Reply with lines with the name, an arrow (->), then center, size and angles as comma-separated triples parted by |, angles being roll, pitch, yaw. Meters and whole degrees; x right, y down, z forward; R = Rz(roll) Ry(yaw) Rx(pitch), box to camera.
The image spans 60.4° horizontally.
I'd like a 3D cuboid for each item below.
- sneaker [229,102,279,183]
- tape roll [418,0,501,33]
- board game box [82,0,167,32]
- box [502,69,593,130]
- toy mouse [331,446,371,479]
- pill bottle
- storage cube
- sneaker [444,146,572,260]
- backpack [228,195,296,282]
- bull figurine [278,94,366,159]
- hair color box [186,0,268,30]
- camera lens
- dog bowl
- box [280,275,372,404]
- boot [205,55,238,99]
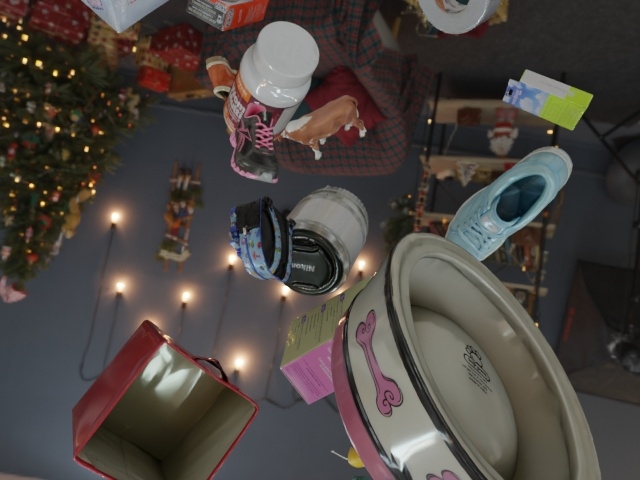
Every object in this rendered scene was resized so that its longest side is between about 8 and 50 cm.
sneaker -> -0.064, -0.103, 0.562 | 0.047, 0.057, 0.119 | 12, -149, -27
tape roll -> 0.356, -0.652, 1.416 | 0.072, 0.219, 0.219 | -38, -156, -31
board game box -> -0.225, -0.437, 0.647 | 0.318, 0.318, 0.066 | 41, 158, 9
box -> 0.522, -0.329, 1.278 | 0.178, 0.042, 0.109 | 28, 170, 15
toy mouse -> 0.105, 0.443, 1.009 | 0.161, 0.143, 0.031 | -27, 176, 31
pill bottle -> -0.087, -0.263, 0.943 | 0.121, 0.121, 0.221 | 12, 159, -17
storage cube -> -0.241, 0.258, 0.842 | 0.184, 0.215, 0.193 | 41, 165, -21
sneaker -> 0.377, -0.057, 1.206 | 0.135, 0.366, 0.150 | 45, -141, 13
backpack -> -0.128, 0.012, 1.224 | 0.117, 0.173, 0.158 | -14, 153, 19
bull figurine -> -0.001, -0.378, 1.849 | 0.310, 0.101, 0.188 | -20, 149, 22
hair color box -> -0.148, -0.386, 0.897 | 0.072, 0.043, 0.141 | 30, -145, 5
camera lens -> 0.000, 0.000, 1.473 | 0.219, 0.219, 0.274 | 8, -148, 17
dog bowl -> 0.183, 0.196, 0.738 | 0.408, 0.408, 0.150 | 16, 135, -43
box -> 0.049, 0.225, 1.274 | 0.243, 0.117, 0.213 | -32, -165, 14
boot -> -0.209, -0.350, 1.255 | 0.059, 0.084, 0.158 | -15, 173, 15
